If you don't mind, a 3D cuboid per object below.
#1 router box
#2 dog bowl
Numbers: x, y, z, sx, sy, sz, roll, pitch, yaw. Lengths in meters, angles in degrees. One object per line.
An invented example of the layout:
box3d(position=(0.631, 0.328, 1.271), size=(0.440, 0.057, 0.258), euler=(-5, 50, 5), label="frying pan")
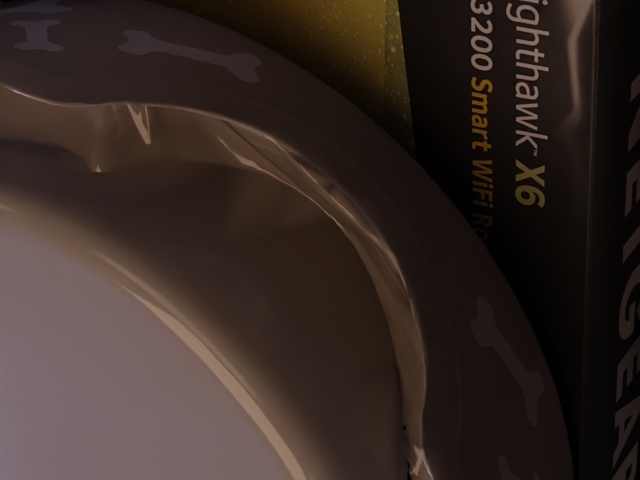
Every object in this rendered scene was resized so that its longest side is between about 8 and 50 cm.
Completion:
box3d(position=(0.000, 0.000, 0.619), size=(0.243, 0.081, 0.309), euler=(15, 126, 28), label="router box")
box3d(position=(-0.071, 0.074, 0.590), size=(0.348, 0.102, 0.349), euler=(18, 127, 25), label="dog bowl")
